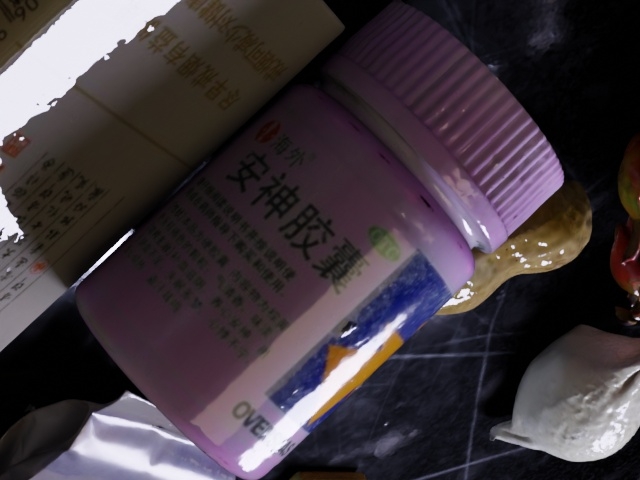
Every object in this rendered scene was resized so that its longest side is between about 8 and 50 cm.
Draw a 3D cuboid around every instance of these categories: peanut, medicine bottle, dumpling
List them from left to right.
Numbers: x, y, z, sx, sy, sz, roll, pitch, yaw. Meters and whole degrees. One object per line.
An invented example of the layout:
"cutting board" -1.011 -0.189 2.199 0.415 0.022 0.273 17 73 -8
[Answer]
"medicine bottle" 0.000 0.000 0.874 0.291 0.178 0.178 -42 144 -2
"peanut" 0.122 0.000 1.064 0.226 0.095 0.108 -17 128 -25
"dumpling" 0.283 0.146 1.339 0.166 0.126 0.215 -19 141 -46

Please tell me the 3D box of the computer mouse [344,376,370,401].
"computer mouse" -0.032 0.081 1.054 0.217 0.073 0.122 1 138 -40

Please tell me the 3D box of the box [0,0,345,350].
"box" -0.165 -0.053 0.777 0.365 0.051 0.204 -43 154 5

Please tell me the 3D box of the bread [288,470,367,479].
"bread" -0.007 0.268 1.320 0.094 0.035 0.090 11 124 -44

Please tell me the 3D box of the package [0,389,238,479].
"package" -0.193 0.200 1.088 0.251 0.062 0.204 -31 146 18

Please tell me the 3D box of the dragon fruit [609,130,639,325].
"dragon fruit" 0.356 -0.020 1.097 0.307 0.228 0.243 -22 113 -71
